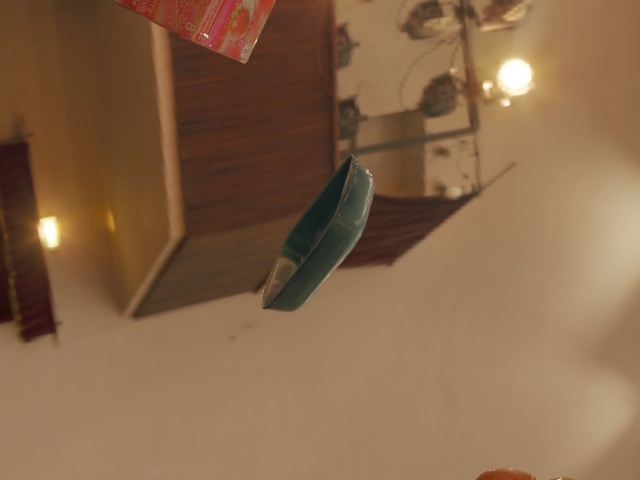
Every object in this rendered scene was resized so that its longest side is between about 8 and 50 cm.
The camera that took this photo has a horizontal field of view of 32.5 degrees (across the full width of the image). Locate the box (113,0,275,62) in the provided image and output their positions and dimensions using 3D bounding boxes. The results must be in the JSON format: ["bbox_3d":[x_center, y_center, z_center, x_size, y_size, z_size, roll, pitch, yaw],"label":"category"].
[{"bbox_3d":[-0.118,-0.399,1.398,0.142,0.154,0.300,30,-82,22],"label":"box"}]

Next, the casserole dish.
[{"bbox_3d":[0.000,0.000,1.054,0.188,0.037,0.114,-50,-164,43],"label":"casserole dish"}]

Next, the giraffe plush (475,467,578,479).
[{"bbox_3d":[0.176,0.315,0.880,0.170,0.181,0.210,-113,-139,-65],"label":"giraffe plush"}]
